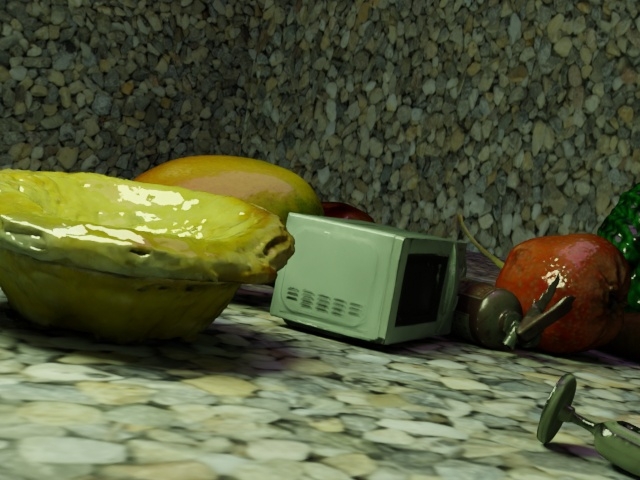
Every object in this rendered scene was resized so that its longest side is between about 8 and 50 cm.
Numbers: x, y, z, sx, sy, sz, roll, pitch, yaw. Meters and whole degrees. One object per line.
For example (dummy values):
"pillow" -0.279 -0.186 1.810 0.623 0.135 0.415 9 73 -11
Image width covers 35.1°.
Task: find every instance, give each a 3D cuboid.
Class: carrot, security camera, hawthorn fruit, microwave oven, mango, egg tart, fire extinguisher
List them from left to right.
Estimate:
"egg tart" -0.175 0.015 0.889 0.315 0.120 0.315 9 11 -2
"mango" -0.131 -0.027 1.199 0.255 0.139 0.175 -14 50 -16
"microwave oven" 0.057 0.044 1.140 0.162 0.122 0.208 12 3 26
"fire extinguisher" 0.196 0.071 1.222 0.075 0.106 0.252 14 1 -32
"hawthorn fruit" 0.261 0.042 1.311 0.285 0.165 0.165 28 14 40
"security camera" 0.208 0.138 0.725 0.092 0.058 0.058 22 9 29
"carrot" 0.400 0.121 1.376 0.078 0.078 0.298 8 1 -31

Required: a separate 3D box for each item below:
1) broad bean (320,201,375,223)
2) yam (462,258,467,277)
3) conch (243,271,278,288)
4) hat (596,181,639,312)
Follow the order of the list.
"broad bean" -0.001 0.004 1.658 0.228 0.122 0.156 5 25 41
"yam" 0.110 0.043 1.455 0.194 0.107 0.107 12 4 12
"conch" -0.030 0.011 1.296 0.234 0.137 0.114 15 -16 -36
"hat" 0.516 0.057 1.389 0.242 0.274 0.332 12 19 -12
